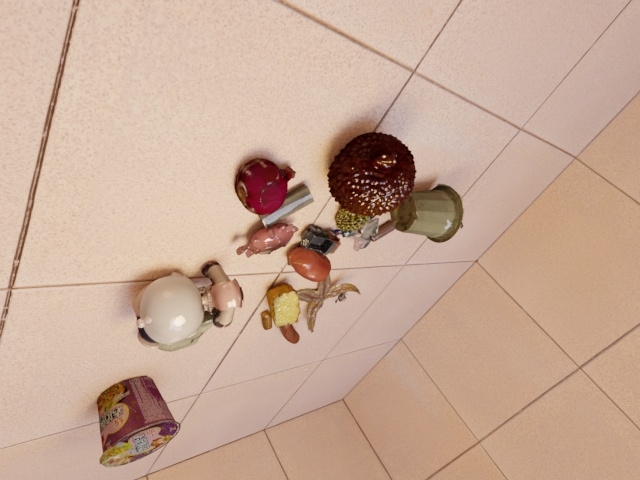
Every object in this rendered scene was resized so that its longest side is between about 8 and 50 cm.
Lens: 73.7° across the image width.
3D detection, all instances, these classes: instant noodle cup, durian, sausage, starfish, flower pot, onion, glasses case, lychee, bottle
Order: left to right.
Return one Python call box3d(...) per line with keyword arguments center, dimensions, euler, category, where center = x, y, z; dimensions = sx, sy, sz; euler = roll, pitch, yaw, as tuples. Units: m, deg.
box3d(center=(-0.830, 0.785, 1.891), dimensions=(0.340, 0.266, 0.339), euler=(-26, 149, -18), category="instant noodle cup")
box3d(center=(-0.161, -0.178, 1.394), dimensions=(0.218, 0.140, 0.195), euler=(-24, 141, -27), category="onion")
box3d(center=(-0.127, -0.124, 1.550), dimensions=(0.205, 0.047, 0.070), euler=(-30, 119, -11), category="glasses case")
box3d(center=(-0.174, 0.480, 2.318), dimensions=(0.087, 0.079, 0.326), euler=(-29, 147, -11), category="sausage")
box3d(center=(-0.042, 0.104, 1.878), dimensions=(0.148, 0.148, 0.254), euler=(-40, 150, 6), category="sausage")
box3d(center=(0.009, 0.302, 2.217), dimensions=(0.398, 0.132, 0.384), euler=(-28, 143, 15), category="starfish")
box3d(center=(0.135, -0.113, 1.780), dimensions=(0.187, 0.119, 0.108), euler=(-37, 153, 4), category="durian")
box3d(center=(0.182, -0.226, 1.509), dimensions=(0.306, 0.306, 0.330), euler=(-25, 171, -19), category="lychee")
box3d(center=(0.304, -0.046, 2.105), dimensions=(0.140, 0.053, 0.053), euler=(-31, 149, -11), category="bottle")
box3d(center=(0.480, -0.131, 2.005), dimensions=(0.259, 0.290, 0.290), euler=(1, 135, -28), category="flower pot")

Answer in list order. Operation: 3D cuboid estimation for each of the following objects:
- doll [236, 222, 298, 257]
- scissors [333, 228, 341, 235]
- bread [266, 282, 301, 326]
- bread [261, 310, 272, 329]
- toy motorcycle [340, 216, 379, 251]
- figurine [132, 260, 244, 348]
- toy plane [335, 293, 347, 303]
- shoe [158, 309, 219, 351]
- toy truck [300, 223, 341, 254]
box3d(center=(-0.196, -0.002, 1.611), dimensions=(0.262, 0.093, 0.211), euler=(-22, 167, -36), category="doll")
box3d(center=(0.050, -0.027, 1.915), dimensions=(0.113, 0.012, 0.039), euler=(-17, 144, -28), category="scissors")
box3d(center=(-0.180, 0.286, 1.987), dimensions=(0.143, 0.139, 0.228), euler=(-18, 134, -23), category="bread")
box3d(center=(-0.269, 0.404, 2.150), dimensions=(0.052, 0.044, 0.157), euler=(-22, 146, -18), category="bread")
box3d(center=(0.162, -0.041, 1.928), dimensions=(0.204, 0.108, 0.239), euler=(-22, 122, -31), category="toy motorcycle")
box3d(center=(-0.475, 0.217, 1.516), dimensions=(0.362, 0.253, 0.211), euler=(-14, 170, -26), category="figurine")
box3d(center=(0.126, 0.319, 2.447), dimensions=(0.049, 0.031, 0.120), euler=(2, 136, -35), category="toy plane")
box3d(center=(-0.528, 0.346, 1.743), dimensions=(0.342, 0.132, 0.210), euler=(-25, 152, -11), category="shoe")
box3d(center=(0.000, 0.000, 1.815), dimensions=(0.192, 0.092, 0.083), euler=(13, 124, -45), category="toy truck")
